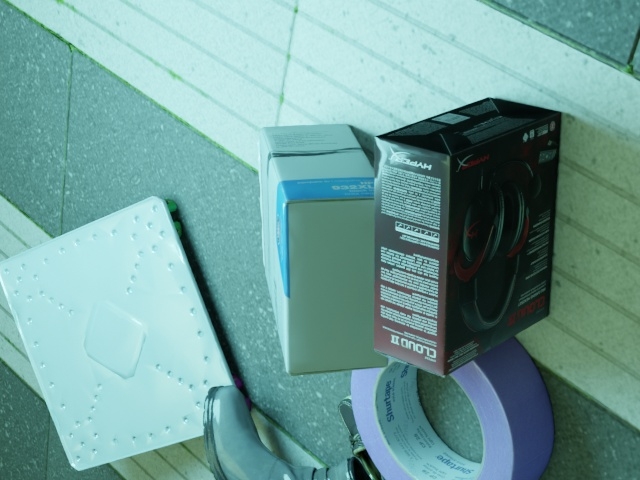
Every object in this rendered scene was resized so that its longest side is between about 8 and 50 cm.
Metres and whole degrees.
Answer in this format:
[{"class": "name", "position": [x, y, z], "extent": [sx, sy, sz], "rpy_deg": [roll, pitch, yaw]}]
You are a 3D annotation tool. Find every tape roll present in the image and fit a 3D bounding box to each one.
[{"class": "tape roll", "position": [0.168, 0.225, 1.611], "extent": [0.275, 0.090, 0.275], "rpy_deg": [20, 119, 41]}]

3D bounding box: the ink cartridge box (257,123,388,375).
[{"class": "ink cartridge box", "position": [0.000, 0.000, 1.553], "extent": [0.307, 0.129, 0.223], "rpy_deg": [-110, 18, -67]}]

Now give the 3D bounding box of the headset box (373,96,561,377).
[{"class": "headset box", "position": [0.168, 0.004, 1.417], "extent": [0.110, 0.218, 0.293], "rpy_deg": [18, 118, 39]}]

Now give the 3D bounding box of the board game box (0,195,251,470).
[{"class": "board game box", "position": [-0.333, 0.162, 2.069], "extent": [0.390, 0.050, 0.390], "rpy_deg": [-20, 90, 30]}]

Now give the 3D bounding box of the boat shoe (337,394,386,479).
[{"class": "boat shoe", "position": [0.069, 0.293, 1.775], "extent": [0.152, 0.049, 0.056], "rpy_deg": [54, 137, 17]}]

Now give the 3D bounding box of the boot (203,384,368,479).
[{"class": "boot", "position": [-0.036, 0.357, 1.858], "extent": [0.222, 0.118, 0.338], "rpy_deg": [-21, 84, 23]}]
